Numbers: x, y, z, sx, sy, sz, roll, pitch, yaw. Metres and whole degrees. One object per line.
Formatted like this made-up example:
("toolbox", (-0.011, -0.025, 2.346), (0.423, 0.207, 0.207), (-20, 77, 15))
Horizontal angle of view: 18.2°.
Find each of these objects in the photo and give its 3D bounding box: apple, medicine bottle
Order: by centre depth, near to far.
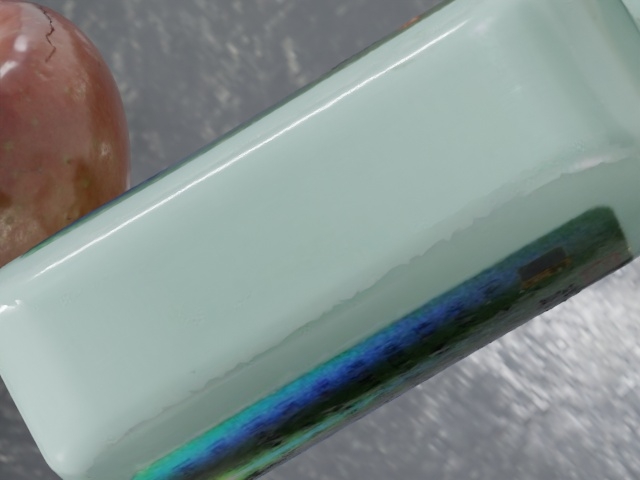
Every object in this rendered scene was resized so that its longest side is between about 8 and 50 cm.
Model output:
("medicine bottle", (0.031, -0.012, 0.526), (0.229, 0.121, 0.083), (-30, 77, 5))
("apple", (-0.185, -0.033, 1.043), (0.181, 0.168, 0.181), (-7, 36, 5))
